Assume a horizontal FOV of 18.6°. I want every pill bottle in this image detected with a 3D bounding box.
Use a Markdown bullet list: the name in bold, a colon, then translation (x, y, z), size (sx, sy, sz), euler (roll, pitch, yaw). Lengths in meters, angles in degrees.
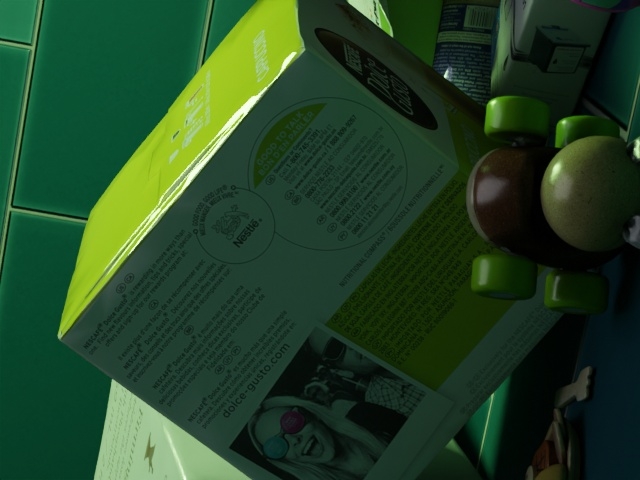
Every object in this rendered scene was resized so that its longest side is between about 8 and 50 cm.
- **pill bottle**: translation (0.172, -0.152, 2.019), size (0.123, 0.122, 0.219), euler (172, 108, -85)

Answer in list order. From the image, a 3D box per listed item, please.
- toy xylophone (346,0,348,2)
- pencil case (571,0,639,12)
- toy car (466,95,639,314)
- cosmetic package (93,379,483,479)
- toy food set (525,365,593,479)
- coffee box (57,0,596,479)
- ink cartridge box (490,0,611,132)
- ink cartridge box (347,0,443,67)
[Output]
- **toy xylophone**: translation (0.078, -0.262, 2.505), size (0.322, 0.081, 0.236), euler (-23, -50, -43)
- **pencil case**: translation (0.248, -0.309, 1.612), size (0.104, 0.104, 0.236), euler (-92, 12, -66)
- **toy car**: translation (0.218, -0.032, 1.492), size (0.188, 0.149, 0.155), euler (-8, 74, 55)
- **cosmetic package**: translation (-0.052, 0.317, 2.060), size (0.394, 0.327, 0.329), euler (-127, 46, -65)
- **toy food set**: translation (0.187, 0.205, 1.640), size (0.132, 0.038, 0.192), euler (118, 161, -75)
- **coffee box**: translation (0.000, 0.000, 1.799), size (0.338, 0.334, 0.337), euler (-49, 14, 14)
- **ink cartridge box**: translation (0.220, -0.219, 1.848), size (0.191, 0.082, 0.140), euler (103, 174, -45)
- **ink cartridge box**: translation (0.096, -0.228, 2.072), size (0.255, 0.097, 0.189), euler (-109, 8, -49)
